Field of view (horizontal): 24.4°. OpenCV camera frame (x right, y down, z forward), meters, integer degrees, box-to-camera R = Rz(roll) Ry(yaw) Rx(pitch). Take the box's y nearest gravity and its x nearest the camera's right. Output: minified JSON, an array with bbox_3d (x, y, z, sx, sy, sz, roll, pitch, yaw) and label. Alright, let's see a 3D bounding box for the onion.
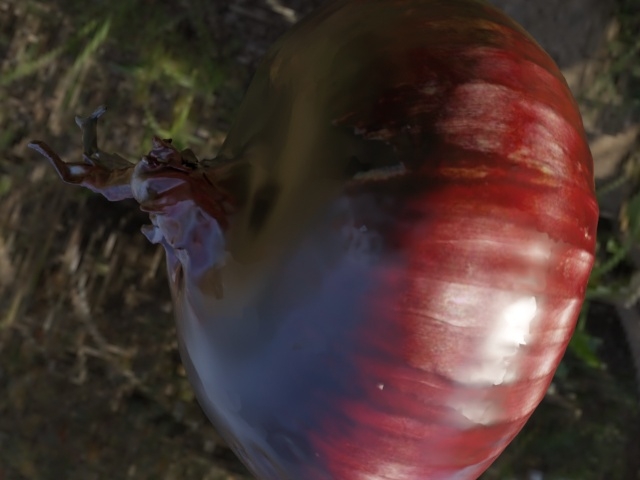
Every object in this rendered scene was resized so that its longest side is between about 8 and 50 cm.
[{"bbox_3d":[0.000,0.000,0.729,0.285,0.273,0.273,14,164,-18],"label":"onion"}]
